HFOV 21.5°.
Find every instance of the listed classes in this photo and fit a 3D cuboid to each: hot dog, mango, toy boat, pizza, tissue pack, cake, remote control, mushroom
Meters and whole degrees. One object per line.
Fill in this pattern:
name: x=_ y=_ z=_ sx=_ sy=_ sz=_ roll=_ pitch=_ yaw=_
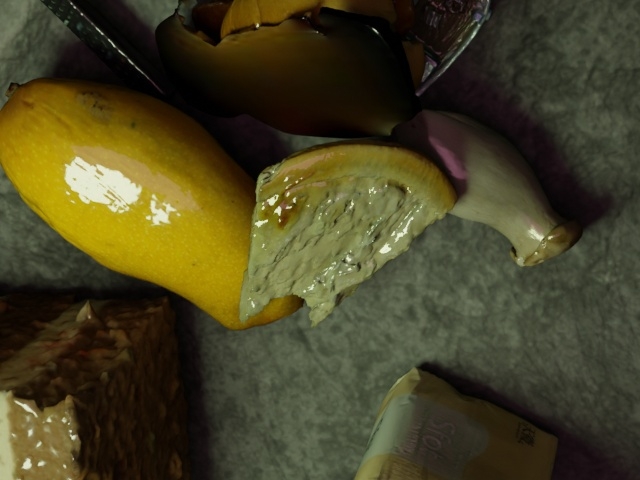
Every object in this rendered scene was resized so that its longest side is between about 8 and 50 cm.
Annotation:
hot dog: x=-0.016 y=-0.196 z=1.559 sx=0.326 sy=0.107 sz=0.194 roll=17 pitch=147 yaw=37
mango: x=-0.161 y=-0.041 z=1.669 sx=0.359 sy=0.144 sz=0.187 roll=30 pitch=128 yaw=-7
toy boat: x=0.108 y=-0.199 z=1.597 sx=0.069 sy=0.059 sz=0.173 roll=38 pitch=112 yaw=-3
pizza: x=0.000 y=0.000 z=1.587 sx=0.181 sy=0.034 sz=0.262 roll=20 pitch=127 yaw=-27
tissue pack: x=0.130 y=0.237 z=1.662 sx=0.186 sy=0.222 sz=0.090 roll=27 pitch=123 yaw=2
cake: x=-0.299 y=0.206 z=1.710 sx=0.290 sy=0.256 sz=0.282 roll=4 pitch=110 yaw=19
remote control: x=-0.238 y=-0.223 z=1.666 sx=0.245 sy=0.063 sz=0.025 roll=45 pitch=74 yaw=-6
mushroom: x=0.156 y=-0.052 z=1.625 sx=0.212 sy=0.088 sz=0.097 roll=38 pitch=122 yaw=-10
